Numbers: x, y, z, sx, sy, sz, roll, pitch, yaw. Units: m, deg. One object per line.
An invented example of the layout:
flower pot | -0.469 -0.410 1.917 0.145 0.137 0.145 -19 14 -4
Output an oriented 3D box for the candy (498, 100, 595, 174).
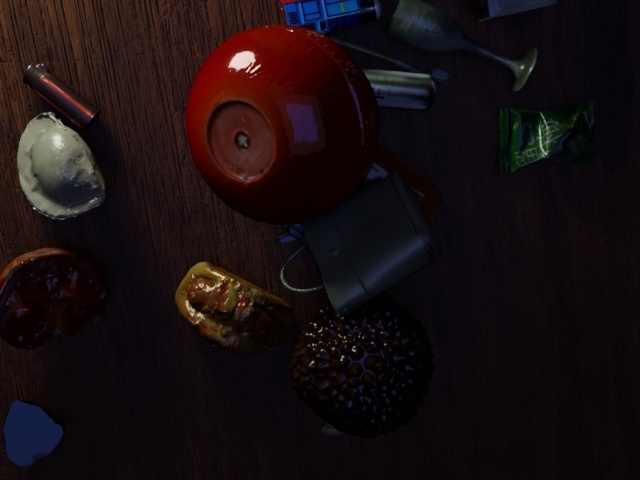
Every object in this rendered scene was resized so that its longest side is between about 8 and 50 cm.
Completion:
candy | 0.482 -0.217 1.736 0.203 0.078 0.141 -3 90 9

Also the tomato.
tomato | -0.580 0.108 1.700 0.233 0.139 0.201 -10 112 -36

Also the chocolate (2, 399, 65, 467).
chocolate | -0.626 0.409 1.786 0.125 0.080 0.149 -10 94 -13

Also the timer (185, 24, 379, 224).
timer | -0.077 -0.216 1.549 0.377 0.279 0.378 12 113 29

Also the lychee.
lychee | 0.090 0.251 1.683 0.306 0.306 0.330 23 138 -8

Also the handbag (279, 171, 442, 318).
handbag | 0.068 0.019 1.600 0.315 0.241 0.109 -31 145 15

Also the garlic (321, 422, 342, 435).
garlic | 0.041 0.412 1.846 0.053 0.041 0.083 31 93 33

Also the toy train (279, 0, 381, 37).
toy train | 0.024 -0.468 1.645 0.203 0.083 0.131 -12 87 0

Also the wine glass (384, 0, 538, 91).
wine glass | 0.286 -0.379 1.596 0.309 0.264 0.096 22 110 -7

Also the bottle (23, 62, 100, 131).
bottle | -0.532 -0.297 1.664 0.164 0.060 0.060 39 96 -10

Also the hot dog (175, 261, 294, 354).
hot dog | -0.183 0.152 1.723 0.256 0.153 0.150 28 98 -8

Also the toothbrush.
toothbrush | 0.140 -0.384 1.708 0.288 0.021 0.024 17 89 -7

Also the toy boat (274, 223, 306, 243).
toy boat | 0.000 0.000 1.736 0.246 0.093 0.103 30 91 -8

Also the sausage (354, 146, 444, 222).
sausage | 0.142 -0.117 1.707 0.258 0.133 0.133 31 98 -9

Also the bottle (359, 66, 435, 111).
bottle | 0.110 -0.325 1.689 0.253 0.079 0.096 4 91 -4

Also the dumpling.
dumpling | -0.540 -0.140 1.658 0.172 0.142 0.247 -37 71 4

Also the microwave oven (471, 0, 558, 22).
microwave oven | 0.377 -0.557 1.635 0.162 0.129 0.205 -11 101 1
